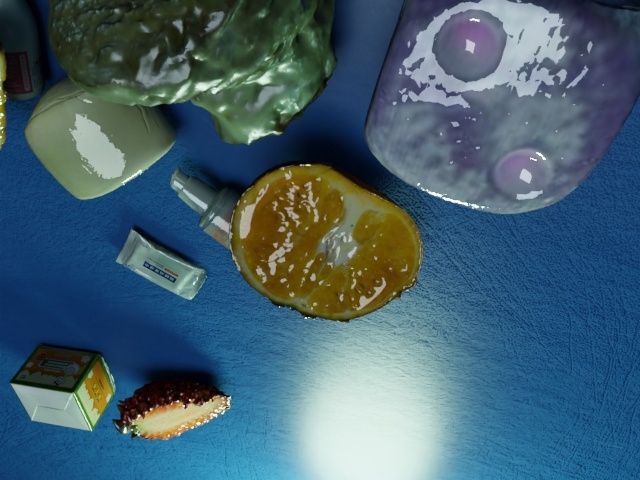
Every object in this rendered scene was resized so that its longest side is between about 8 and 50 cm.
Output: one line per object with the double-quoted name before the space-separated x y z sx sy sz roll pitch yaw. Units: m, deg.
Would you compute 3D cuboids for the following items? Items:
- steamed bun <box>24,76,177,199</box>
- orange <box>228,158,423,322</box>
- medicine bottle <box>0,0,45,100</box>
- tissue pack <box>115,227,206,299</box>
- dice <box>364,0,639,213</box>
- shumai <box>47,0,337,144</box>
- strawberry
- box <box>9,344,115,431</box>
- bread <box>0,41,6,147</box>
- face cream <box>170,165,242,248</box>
"steamed bun" -0.397 -0.182 0.987 0.250 0.155 0.200 -20 122 26
"orange" 0.000 -0.004 0.963 0.310 0.274 0.274 4 149 -47
"medicine bottle" -0.510 -0.344 0.924 0.090 0.090 0.217 16 131 2
"tissue pack" -0.352 0.058 1.264 0.193 0.026 0.122 31 131 -11
"dice" 0.218 -0.216 0.710 0.270 0.270 0.271 18 131 1
"shumai" -0.121 -0.300 0.747 0.324 0.398 0.323 13 166 30
"strawberry" -0.389 0.441 1.555 0.306 0.138 0.233 -18 147 -2
"box" -0.710 0.407 1.579 0.194 0.148 0.178 6 128 11
"bread" -0.646 -0.273 0.876 0.279 0.207 0.279 49 140 12
"face cream" -0.178 -0.047 1.078 0.251 0.101 0.101 37 129 -16
